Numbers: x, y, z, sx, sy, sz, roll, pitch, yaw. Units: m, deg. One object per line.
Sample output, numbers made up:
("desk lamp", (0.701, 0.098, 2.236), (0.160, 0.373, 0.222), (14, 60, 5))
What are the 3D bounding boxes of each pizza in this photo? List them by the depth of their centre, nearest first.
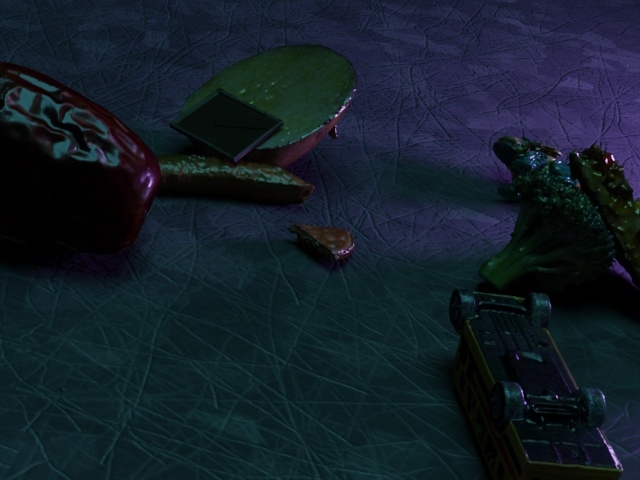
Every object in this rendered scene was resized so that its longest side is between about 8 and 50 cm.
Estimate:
("pizza", (0.014, 0.004, 1.707), (0.100, 0.029, 0.099), (35, 27, 32))
("pizza", (0.445, -0.035, 1.768), (0.074, 0.288, 0.251), (-30, 10, 4))

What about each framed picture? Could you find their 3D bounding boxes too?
("framed picture", (-0.145, -0.179, 1.820), (0.149, 0.011, 0.109), (30, 58, 33))

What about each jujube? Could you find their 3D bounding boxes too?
("jujube", (-0.371, -0.099, 1.528), (0.318, 0.223, 0.223), (22, 27, -6))

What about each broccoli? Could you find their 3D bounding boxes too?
("broccoli", (0.309, 0.003, 1.701), (0.194, 0.194, 0.219), (11, -2, -3))

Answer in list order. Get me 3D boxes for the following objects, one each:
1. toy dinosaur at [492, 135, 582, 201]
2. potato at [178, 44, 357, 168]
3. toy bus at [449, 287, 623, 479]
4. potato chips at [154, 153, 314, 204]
("toy dinosaur", (0.404, -0.098, 2.007), (0.259, 0.094, 0.153), (28, 34, 11))
("potato", (-0.072, -0.192, 1.899), (0.299, 0.116, 0.239), (-35, 45, -21))
("toy bus", (0.232, 0.179, 1.360), (0.121, 0.123, 0.335), (5, 28, -12))
("potato chips", (-0.211, -0.093, 1.754), (0.407, 0.057, 0.080), (2, 43, -21))
